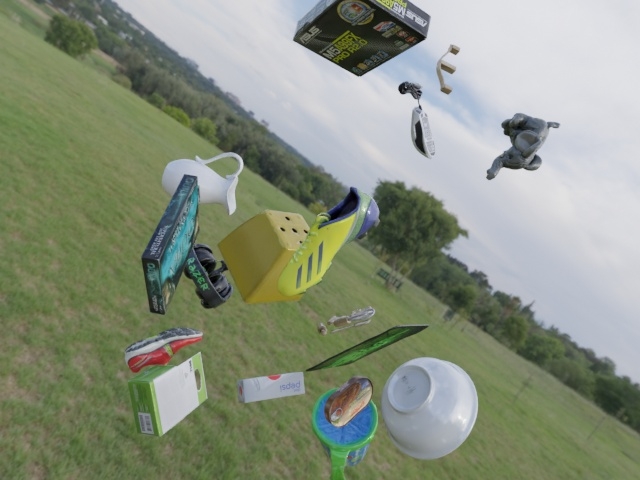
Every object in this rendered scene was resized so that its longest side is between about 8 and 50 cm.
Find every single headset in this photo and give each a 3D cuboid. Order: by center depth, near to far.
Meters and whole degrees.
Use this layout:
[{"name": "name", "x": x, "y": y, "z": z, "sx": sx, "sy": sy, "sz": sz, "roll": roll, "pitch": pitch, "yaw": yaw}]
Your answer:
[{"name": "headset", "x": -0.400, "y": 0.117, "z": 1.724, "sx": 0.243, "sy": 0.185, "sz": 0.394, "roll": 60, "pitch": -9, "yaw": 2}]

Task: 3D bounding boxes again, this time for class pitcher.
[{"name": "pitcher", "x": -0.335, "y": -0.183, "z": 1.342, "sx": 0.207, "sy": 0.178, "sz": 0.125, "roll": 16, "pitch": 5, "yaw": 0}]

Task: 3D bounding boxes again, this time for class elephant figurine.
[{"name": "elephant figurine", "x": 0.723, "y": -0.320, "z": 1.671, "sx": 0.169, "sy": 0.240, "sz": 0.186, "roll": 22, "pitch": -24, "yaw": -20}]

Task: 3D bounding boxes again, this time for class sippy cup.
[{"name": "sippy cup", "x": 0.088, "y": 0.695, "z": 1.690, "sx": 0.240, "sy": 0.305, "sz": 0.224, "roll": 32, "pitch": -39, "yaw": 35}]

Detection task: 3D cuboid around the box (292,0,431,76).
[{"name": "box", "x": 0.090, "y": -0.502, "z": 1.108, "sx": 0.216, "sy": 0.060, "sz": 0.270, "roll": 17, "pitch": -10, "yaw": -29}]

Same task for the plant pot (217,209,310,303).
[{"name": "plant pot", "x": -0.124, "y": 0.032, "z": 1.304, "sx": 0.212, "sy": 0.187, "sz": 0.212, "roll": 5, "pitch": 45, "yaw": -48}]

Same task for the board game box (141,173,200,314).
[{"name": "board game box", "x": -0.224, "y": 0.003, "z": 0.717, "sx": 0.026, "sy": 0.126, "sz": 0.186, "roll": 10, "pitch": 45, "yaw": -2}]

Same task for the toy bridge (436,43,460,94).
[{"name": "toy bridge", "x": 0.411, "y": -0.567, "z": 1.518, "sx": 0.063, "sy": 0.188, "sz": 0.026, "roll": 20, "pitch": -21, "yaw": -13}]

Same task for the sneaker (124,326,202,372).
[{"name": "sneaker", "x": -0.566, "y": 0.400, "z": 1.703, "sx": 0.279, "sy": 0.119, "sz": 0.107, "roll": -15, "pitch": 14, "yaw": -30}]

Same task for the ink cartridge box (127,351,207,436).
[{"name": "ink cartridge box", "x": -0.508, "y": 0.511, "z": 1.583, "sx": 0.097, "sy": 0.189, "sz": 0.255, "roll": -4, "pitch": 8, "yaw": 24}]

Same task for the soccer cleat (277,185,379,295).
[{"name": "soccer cleat", "x": 0.000, "y": -0.001, "z": 1.010, "sx": 0.121, "sy": 0.289, "sz": 0.093, "roll": 43, "pitch": 5, "yaw": -41}]

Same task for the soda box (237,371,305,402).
[{"name": "soda box", "x": -0.217, "y": 0.645, "z": 2.055, "sx": 0.286, "sy": 0.098, "sz": 0.091, "roll": 1, "pitch": -16, "yaw": -27}]

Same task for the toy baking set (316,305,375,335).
[{"name": "toy baking set", "x": 0.078, "y": 0.254, "z": 1.502, "sx": 0.256, "sy": 0.196, "sz": 0.030, "roll": -118, "pitch": -176, "yaw": -89}]

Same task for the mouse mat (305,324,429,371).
[{"name": "mouse mat", "x": 0.083, "y": 0.184, "z": 0.795, "sx": 0.152, "sy": 0.189, "sz": 0.007, "roll": 14, "pitch": 50, "yaw": -56}]

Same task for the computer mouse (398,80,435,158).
[{"name": "computer mouse", "x": 0.237, "y": -0.291, "z": 1.146, "sx": 0.042, "sy": 0.193, "sz": 0.106, "roll": -10, "pitch": 8, "yaw": 32}]

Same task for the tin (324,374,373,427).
[{"name": "tin", "x": 0.090, "y": 0.505, "z": 1.468, "sx": 0.040, "sy": 0.189, "sz": 0.106, "roll": -1, "pitch": -66, "yaw": 54}]

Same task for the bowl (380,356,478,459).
[{"name": "bowl", "x": 0.284, "y": 0.451, "z": 1.335, "sx": 0.134, "sy": 0.298, "sz": 0.298, "roll": 48, "pitch": -4, "yaw": -33}]
